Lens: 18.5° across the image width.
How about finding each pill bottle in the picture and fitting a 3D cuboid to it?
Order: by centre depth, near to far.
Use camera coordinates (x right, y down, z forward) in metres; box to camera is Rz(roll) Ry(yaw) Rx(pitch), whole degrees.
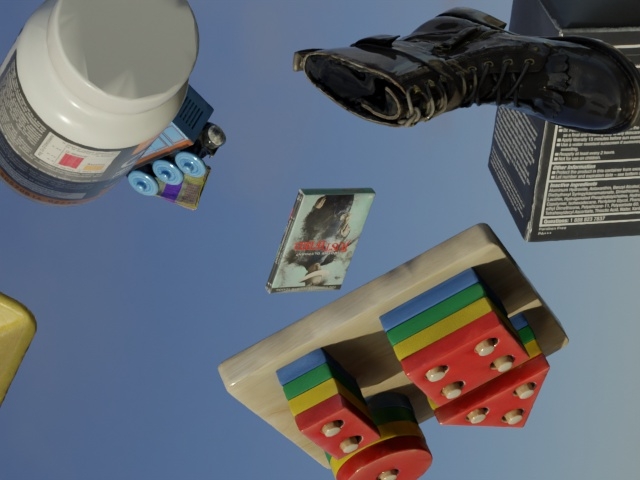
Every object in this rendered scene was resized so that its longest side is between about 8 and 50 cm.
[{"bbox_3d":[-0.215,-0.142,1.824,0.278,0.162,0.162,143,141,-63],"label":"pill bottle"}]

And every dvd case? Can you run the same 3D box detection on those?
[{"bbox_3d":[0.000,0.000,1.945,0.013,0.087,0.119,52,132,42],"label":"dvd case"}]

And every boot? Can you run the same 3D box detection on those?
[{"bbox_3d":[0.134,-0.135,1.769,0.229,0.263,0.091,-23,-54,-50],"label":"boot"}]

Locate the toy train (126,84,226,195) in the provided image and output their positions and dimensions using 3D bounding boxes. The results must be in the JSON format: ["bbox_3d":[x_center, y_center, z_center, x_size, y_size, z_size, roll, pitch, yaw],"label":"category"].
[{"bbox_3d":[-0.196,-0.123,2.416,0.105,0.184,0.080,47,-129,-22],"label":"toy train"}]

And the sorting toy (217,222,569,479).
[{"bbox_3d":[0.083,0.125,1.707,0.089,0.257,0.255,66,-170,29],"label":"sorting toy"}]

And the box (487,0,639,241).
[{"bbox_3d":[0.379,-0.173,2.357,0.183,0.296,0.294,-110,21,-51],"label":"box"}]

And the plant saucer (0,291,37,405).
[{"bbox_3d":[-0.465,0.144,1.718,0.333,0.332,0.081,-67,14,-20],"label":"plant saucer"}]

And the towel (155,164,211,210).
[{"bbox_3d":[-0.178,-0.076,2.495,0.009,0.083,0.060,21,-91,-56],"label":"towel"}]
